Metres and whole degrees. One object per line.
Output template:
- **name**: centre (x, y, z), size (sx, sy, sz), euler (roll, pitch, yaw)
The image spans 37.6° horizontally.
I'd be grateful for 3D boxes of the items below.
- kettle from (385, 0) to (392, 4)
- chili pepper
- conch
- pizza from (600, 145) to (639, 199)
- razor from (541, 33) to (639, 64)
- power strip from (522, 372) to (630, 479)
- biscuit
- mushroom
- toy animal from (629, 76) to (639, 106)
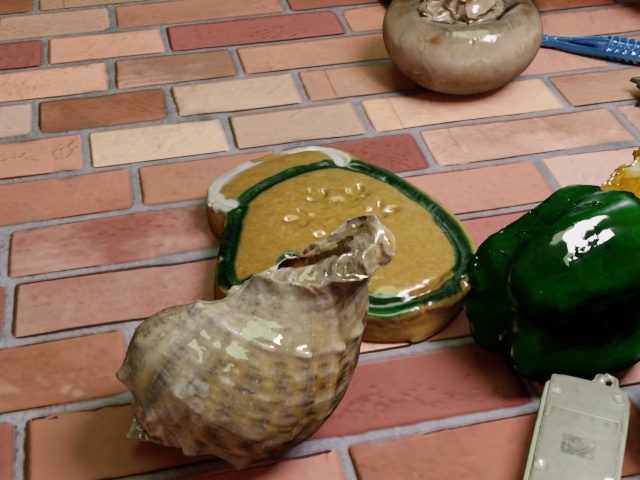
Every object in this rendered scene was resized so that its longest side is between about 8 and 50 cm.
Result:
- **kettle**: centre (0.251, -0.489, 1.540), size (0.271, 0.208, 0.250), euler (-5, 8, -20)
- **chili pepper**: centre (0.271, 0.032, 0.918), size (0.261, 0.174, 0.165), euler (-23, 18, -24)
- **conch**: centre (-0.042, 0.102, 0.826), size (0.291, 0.159, 0.210), euler (-28, -4, 14)
- **pizza**: centre (0.475, -0.055, 1.067), size (0.405, 0.130, 0.440), euler (-13, 36, 6)
- **razor**: centre (0.384, -0.307, 1.438), size (0.253, 0.042, 0.082), euler (14, 62, 16)
- **power strip**: centre (0.201, 0.216, 0.770), size (0.078, 0.052, 0.272), euler (12, 41, 15)
- **biscuit**: centre (0.000, -0.002, 1.041), size (0.287, 0.057, 0.343), euler (-26, 45, -29)
- **mushroom**: centre (0.200, -0.308, 1.333), size (0.226, 0.178, 0.226), euler (-8, 36, 6)
- **toy animal**: centre (0.487, -0.198, 1.297), size (0.135, 0.047, 0.065), euler (34, 57, 28)
